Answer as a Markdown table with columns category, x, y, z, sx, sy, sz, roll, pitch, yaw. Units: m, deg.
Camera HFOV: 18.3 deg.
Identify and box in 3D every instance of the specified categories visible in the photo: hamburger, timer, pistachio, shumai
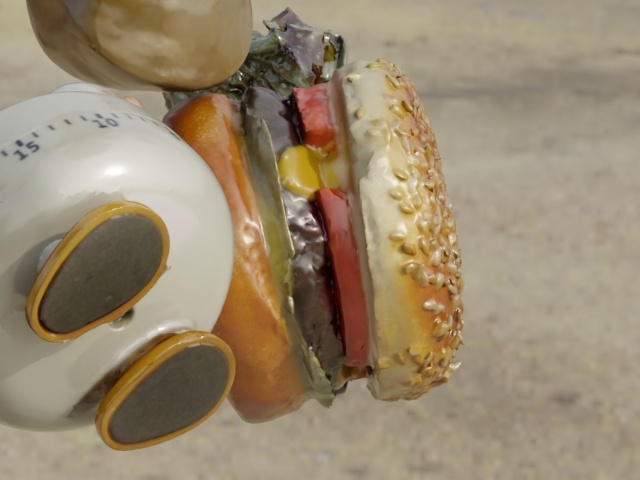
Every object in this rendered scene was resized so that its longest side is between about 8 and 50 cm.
| category | x | y | z | sx | sy | sz | roll | pitch | yaw |
| --- | --- | --- | --- | --- | --- | --- | --- | --- | --- |
| hamburger | 0.000 | 0.000 | 1.827 | 0.250 | 0.330 | 0.330 | -14 | 16 | 3 |
| timer | -0.179 | 0.004 | 1.346 | 0.233 | 0.233 | 0.240 | -9 | 34 | -36 |
| pistachio | -0.147 | -0.220 | 1.794 | 0.163 | 0.212 | 0.260 | -41 | -12 | 35 |
| shumai | -0.053 | -0.196 | 2.418 | 0.256 | 0.218 | 0.189 | 25 | 45 | -23 |
